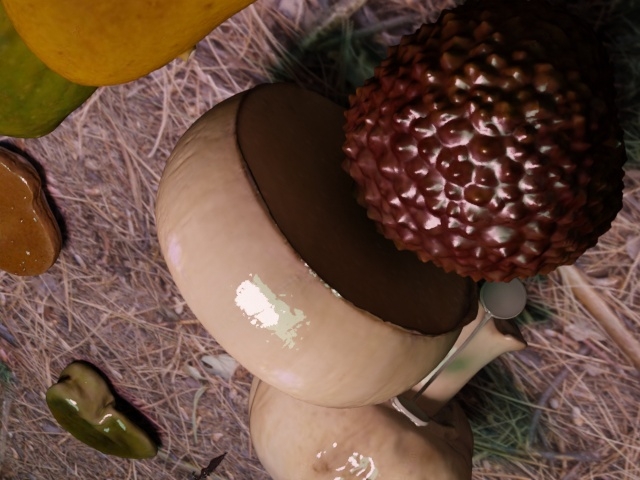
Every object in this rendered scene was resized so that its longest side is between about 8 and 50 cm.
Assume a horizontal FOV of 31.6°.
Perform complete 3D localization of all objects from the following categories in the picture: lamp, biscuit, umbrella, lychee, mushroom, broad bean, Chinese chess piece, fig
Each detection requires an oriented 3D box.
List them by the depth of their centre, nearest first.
[{"bbox_3d":[0.141,-0.086,1.005,0.267,0.267,0.267,17,136,18],"label":"lychee"},{"bbox_3d":[0.000,0.000,1.116,0.338,0.338,0.140,42,119,-9],"label":"Chinese chess piece"},{"bbox_3d":[0.149,0.111,1.183,0.050,0.198,0.056,41,168,2],"label":"lamp"},{"bbox_3d":[-0.300,-0.264,1.197,0.233,0.233,0.314,34,95,0],"label":"fig"},{"bbox_3d":[0.092,0.185,1.320,0.314,0.314,0.336,40,108,-7],"label":"mushroom"},{"bbox_3d":[-0.435,-0.043,1.556,0.181,0.049,0.208,5,130,28],"label":"biscuit"},{"bbox_3d":[-0.352,0.286,1.795,0.153,0.072,0.206,-9,124,45],"label":"broad bean"},{"bbox_3d":[-0.174,0.362,1.800,0.022,0.013,0.122,57,139,6],"label":"umbrella"}]

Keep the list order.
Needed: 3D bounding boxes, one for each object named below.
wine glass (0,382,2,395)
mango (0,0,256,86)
[{"bbox_3d":[-0.698,0.266,1.878,0.238,0.238,0.323,45,132,-13],"label":"wine glass"},{"bbox_3d":[-0.130,-0.311,0.963,0.301,0.220,0.445,24,130,-14],"label":"mango"}]
